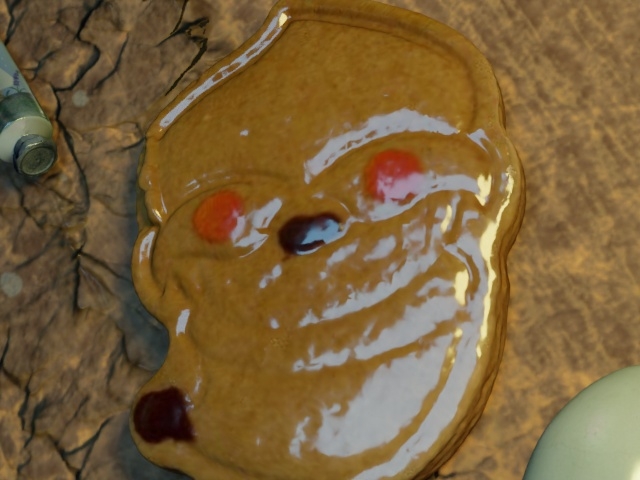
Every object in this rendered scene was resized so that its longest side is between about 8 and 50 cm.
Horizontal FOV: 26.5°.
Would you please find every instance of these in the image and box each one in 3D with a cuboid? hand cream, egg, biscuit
[{"bbox_3d":[-0.334,-0.161,1.330,0.091,0.058,0.271,-40,57,2],"label":"hand cream"},{"bbox_3d":[0.210,0.185,0.926,0.151,0.151,0.209,10,70,25],"label":"egg"},{"bbox_3d":[0.000,0.000,1.129,0.349,0.078,0.455,-9,69,16],"label":"biscuit"}]
